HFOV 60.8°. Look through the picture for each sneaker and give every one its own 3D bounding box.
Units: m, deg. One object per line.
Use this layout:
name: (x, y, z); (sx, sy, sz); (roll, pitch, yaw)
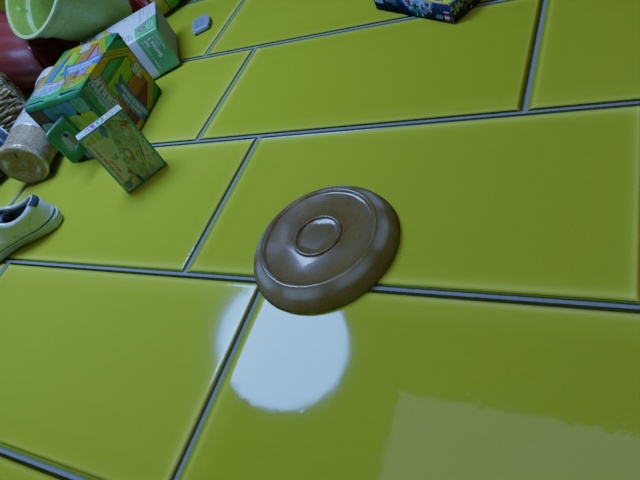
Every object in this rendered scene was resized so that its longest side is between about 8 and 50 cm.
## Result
sneaker: (-0.687, -0.021, 1.164); (0.258, 0.091, 0.094); (-30, 44, 2)

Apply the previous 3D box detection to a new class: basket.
basket: (-1.000, -0.356, 1.545); (0.299, 0.213, 0.223); (-40, 45, -9)

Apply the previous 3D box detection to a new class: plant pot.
plant pot: (-0.910, -0.588, 1.684); (0.265, 0.272, 0.272); (3, 54, 21)
plant pot: (0.000, 0.000, 0.812); (0.236, 0.032, 0.236); (-16, 46, 17)
plant pot: (-0.689, -0.667, 1.534); (0.276, 0.254, 0.276); (0, 89, 34)

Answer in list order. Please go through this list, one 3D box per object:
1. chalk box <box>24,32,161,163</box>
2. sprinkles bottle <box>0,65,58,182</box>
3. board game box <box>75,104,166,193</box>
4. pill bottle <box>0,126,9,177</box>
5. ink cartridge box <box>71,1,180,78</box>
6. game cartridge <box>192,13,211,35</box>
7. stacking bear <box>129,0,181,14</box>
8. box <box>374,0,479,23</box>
chalk box: (-0.536, -0.313, 1.278); (0.179, 0.180, 0.289); (-9, 50, 22)
sprinkles bottle: (-0.714, -0.307, 1.412); (0.121, 0.121, 0.355); (-17, 46, 15)
board game box: (-0.398, -0.182, 1.102); (0.103, 0.154, 0.026); (-40, 45, -9)
pill bottle: (-0.898, -0.184, 1.398); (0.130, 0.130, 0.246); (18, 63, 38)
ink cartridge box: (-0.535, -0.501, 1.485); (0.278, 0.117, 0.201); (-27, 44, 6)
game cartridge: (-0.338, -0.615, 1.551); (0.056, 0.017, 0.083); (-26, 44, 11)
stacking bear: (-0.527, -0.770, 1.694); (0.175, 0.164, 0.289); (41, 88, 20)
box: (0.240, -0.533, 1.139); (0.159, 0.044, 0.233); (-43, 45, -11)
